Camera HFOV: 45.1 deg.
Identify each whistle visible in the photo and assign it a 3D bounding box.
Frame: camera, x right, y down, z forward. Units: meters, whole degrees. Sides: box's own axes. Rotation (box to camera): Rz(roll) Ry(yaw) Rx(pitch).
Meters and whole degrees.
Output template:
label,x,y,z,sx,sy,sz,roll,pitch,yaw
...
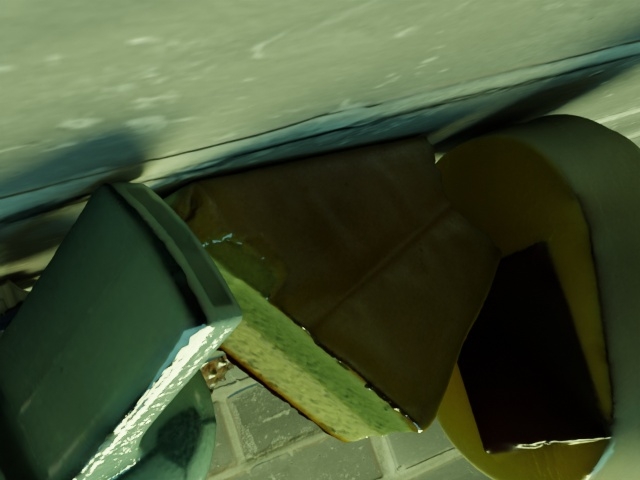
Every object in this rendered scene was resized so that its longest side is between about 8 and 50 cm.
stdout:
label,x,y,z,sx,sy,sz,roll,pitch,yaw
whistle,-0.122,0.097,0.471,0.289,0.163,0.163,-49,162,24

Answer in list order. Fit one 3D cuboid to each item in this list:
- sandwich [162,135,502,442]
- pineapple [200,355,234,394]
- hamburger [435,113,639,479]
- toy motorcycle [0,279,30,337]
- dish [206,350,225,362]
label,x,y,z,sx,sy,sz,roll,pitch,yaw
sandwich,0.000,0.000,0.522,0.108,0.220,0.186,-30,-155,53
pineapple,-0.180,0.152,1.297,0.175,0.175,0.361,-23,-173,37
hamburger,0.183,0.050,0.605,0.152,0.295,0.227,-4,179,-35
toy motorcycle,-0.241,0.078,0.577,0.254,0.112,0.112,-19,175,-17
dish,-0.120,0.094,1.083,0.228,0.086,0.236,-20,164,-20
